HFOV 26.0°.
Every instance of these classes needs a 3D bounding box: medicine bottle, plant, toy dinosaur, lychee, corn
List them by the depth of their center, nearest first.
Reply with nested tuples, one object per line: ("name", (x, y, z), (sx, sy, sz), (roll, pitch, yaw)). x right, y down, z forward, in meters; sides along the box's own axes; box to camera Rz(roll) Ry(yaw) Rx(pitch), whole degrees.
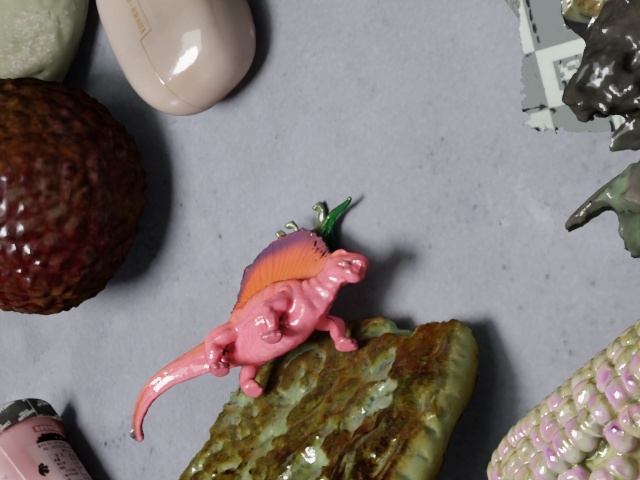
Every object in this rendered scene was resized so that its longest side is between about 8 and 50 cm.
("plant", (0.228, -0.087, 0.854), (0.142, 0.131, 0.203), (18, 89, 31))
("corn", (0.241, 0.104, 0.931), (0.335, 0.127, 0.126), (-53, 56, 33))
("medicine bottle", (0.174, -0.177, 1.028), (0.058, 0.058, 0.091), (-52, 57, 35))
("toy dinosaur", (-0.069, 0.065, 1.225), (0.286, 0.070, 0.138), (-30, 45, 29))
("toy dinosaur", (0.000, 0.000, 1.252), (0.120, 0.029, 0.060), (-40, 78, 35))
("lychee", (-0.310, -0.043, 1.410), (0.261, 0.261, 0.260), (4, 95, 46))

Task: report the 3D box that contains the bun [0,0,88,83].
("bun", (-0.419, -0.284, 1.529), (0.365, 0.219, 0.365), (8, 101, 47))

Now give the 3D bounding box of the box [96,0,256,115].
("box", (-0.140, -0.217, 1.327), (0.146, 0.088, 0.200), (-39, 64, 30))

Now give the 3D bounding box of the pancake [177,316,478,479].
("pancake", (-0.047, 0.227, 1.153), (0.426, 0.067, 0.305), (-53, 30, -10))

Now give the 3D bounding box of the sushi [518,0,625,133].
("sushi", (0.216, -0.211, 0.941), (0.193, 0.043, 0.279), (3, 95, 22))

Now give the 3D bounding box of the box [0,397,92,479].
("box", (-0.319, 0.269, 1.511), (0.135, 0.151, 0.151), (43, 122, 27))
